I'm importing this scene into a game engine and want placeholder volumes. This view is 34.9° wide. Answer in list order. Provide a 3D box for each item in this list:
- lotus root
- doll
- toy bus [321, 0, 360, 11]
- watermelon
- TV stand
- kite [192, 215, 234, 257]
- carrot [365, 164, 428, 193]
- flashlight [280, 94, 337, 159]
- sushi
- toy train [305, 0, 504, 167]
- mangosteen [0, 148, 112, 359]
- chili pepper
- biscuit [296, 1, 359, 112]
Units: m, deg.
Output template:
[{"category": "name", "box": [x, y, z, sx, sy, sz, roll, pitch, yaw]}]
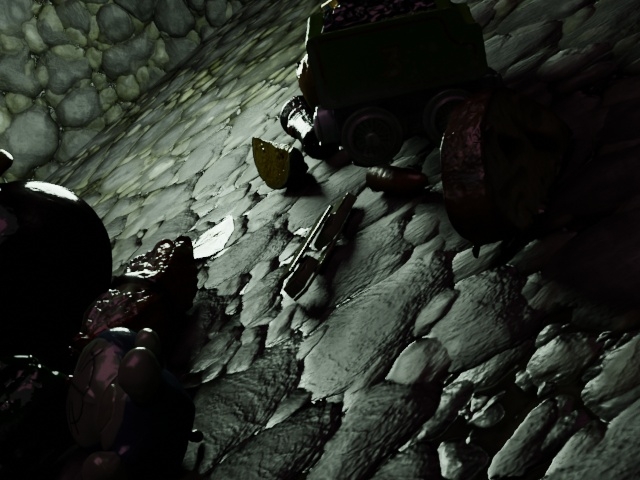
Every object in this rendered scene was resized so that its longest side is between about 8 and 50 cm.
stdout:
[{"category": "lotus root", "box": [0.233, -0.108, 1.297, 0.074, 0.170, 0.260, -19, 32, 45]}, {"category": "doll", "box": [-0.263, 0.217, 1.363, 0.258, 0.154, 0.228, 21, 97, 53]}, {"category": "toy bus", "box": [0.095, -0.482, 2.262, 0.091, 0.182, 0.103, -45, 14, -20]}, {"category": "watermelon", "box": [-0.082, -0.138, 1.940, 0.075, 0.092, 0.181, -54, 32, -7]}, {"category": "TV stand", "box": [0.000, 0.000, 1.584, 0.036, 0.042, 0.249, -46, 9, 41]}, {"category": "kite", "box": [-0.269, 0.029, 1.974, 0.245, 0.015, 0.141, -29, 20, 17]}, {"category": "carrot", "box": [0.121, -0.093, 1.586, 0.048, 0.048, 0.139, -43, 23, -16]}, {"category": "flashlight", "box": [-0.025, -0.221, 2.028, 0.093, 0.093, 0.232, -35, 24, 5]}, {"category": "sushi", "box": [-0.300, 0.114, 1.695, 0.130, 0.124, 0.332, -13, 28, 25]}, {"category": "toy train", "box": [0.127, -0.262, 1.607, 0.307, 0.249, 0.173, -11, 26, 7]}, {"category": "mangosteen", "box": [-0.610, 0.031, 1.926, 0.382, 0.435, 0.382, -48, -3, -3]}, {"category": "chili pepper", "box": [-0.483, 0.301, 1.540, 0.165, 0.174, 0.261, 19, 53, 35]}, {"category": "biscuit", "box": [0.107, -0.305, 1.785, 0.296, 0.296, 0.102, -31, 64, 15]}]
